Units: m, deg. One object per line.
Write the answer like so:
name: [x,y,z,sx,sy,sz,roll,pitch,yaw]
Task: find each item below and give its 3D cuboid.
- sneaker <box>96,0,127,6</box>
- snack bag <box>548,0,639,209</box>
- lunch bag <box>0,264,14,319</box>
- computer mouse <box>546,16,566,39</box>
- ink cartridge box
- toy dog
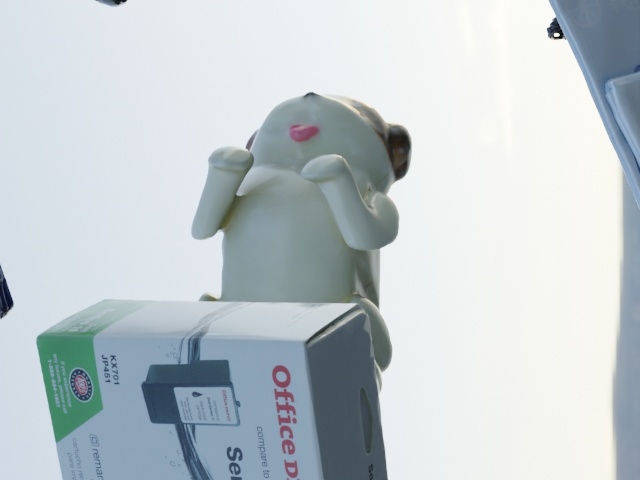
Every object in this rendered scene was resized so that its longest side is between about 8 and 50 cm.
sneaker: [-0.293,-0.236,1.093,0.132,0.228,0.086,-61,-12,-4]
snack bag: [0.400,-0.204,1.281,0.323,0.037,0.343,-24,-91,-34]
lunch bag: [-0.383,0.055,1.303,0.065,0.067,0.098,-53,-42,-54]
computer mouse: [0.457,-0.398,1.722,0.188,0.072,0.272,-18,-35,-46]
ink cartridge box: [-0.070,0.122,0.780,0.087,0.208,0.153,-29,-66,-60]
toy dog: [0.000,0.000,1.519,0.395,0.284,0.408,38,-125,-56]
